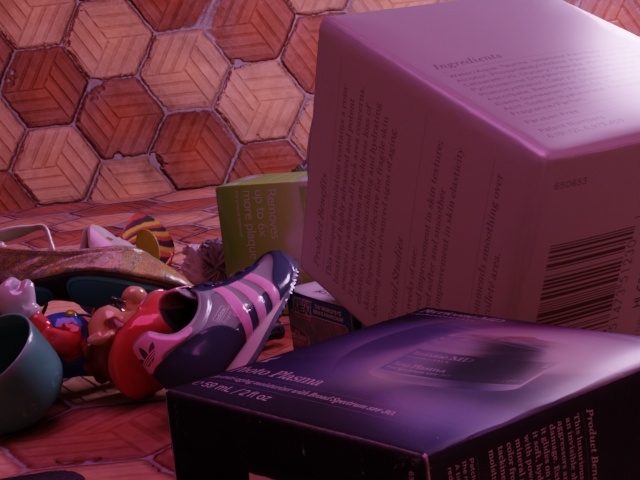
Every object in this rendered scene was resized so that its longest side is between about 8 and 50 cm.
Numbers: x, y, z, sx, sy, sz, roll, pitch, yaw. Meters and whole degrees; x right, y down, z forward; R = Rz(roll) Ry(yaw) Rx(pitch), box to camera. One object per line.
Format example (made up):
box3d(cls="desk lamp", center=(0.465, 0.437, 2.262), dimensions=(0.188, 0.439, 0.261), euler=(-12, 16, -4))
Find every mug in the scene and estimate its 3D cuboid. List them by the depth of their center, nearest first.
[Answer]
box3d(cls="mug", center=(-0.370, 0.157, 1.553), dimensions=(0.129, 0.097, 0.158), euler=(-22, 34, 15))

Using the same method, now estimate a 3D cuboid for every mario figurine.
box3d(cls="mario figurine", center=(-0.300, 0.112, 1.673), dimensions=(0.320, 0.170, 0.198), euler=(-5, 8, 22))

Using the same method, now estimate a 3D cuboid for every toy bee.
box3d(cls="toy bee", center=(-0.282, 0.091, 1.887), dimensions=(0.162, 0.195, 0.298), euler=(31, 61, 7))

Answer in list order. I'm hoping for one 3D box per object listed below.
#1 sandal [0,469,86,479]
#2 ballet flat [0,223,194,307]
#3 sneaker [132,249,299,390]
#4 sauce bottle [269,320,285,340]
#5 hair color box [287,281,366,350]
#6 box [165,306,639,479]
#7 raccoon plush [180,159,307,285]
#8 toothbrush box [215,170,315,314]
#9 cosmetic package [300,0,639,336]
box3d(cls="sandal", center=(-0.314, 0.256, 1.217), dimensions=(0.254, 0.054, 0.097), euler=(-12, -2, 31))
box3d(cls="ballet flat", center=(-0.339, 0.033, 1.725), dimensions=(0.348, 0.123, 0.123), euler=(-1, 9, -3))
box3d(cls="sneaker", center=(-0.120, 0.079, 1.576), dimensions=(0.112, 0.131, 0.319), euler=(-50, 6, 29))
box3d(cls="sauce bottle", center=(-0.108, 0.134, 1.771), dimensions=(0.128, 0.042, 0.042), euler=(-15, 13, -33))
box3d(cls="hair color box", center=(0.150, 0.086, 1.678), dimensions=(0.347, 0.105, 0.174), euler=(-12, 11, -27))
box3d(cls="box", center=(0.088, 0.175, 0.998), dimensions=(0.294, 0.183, 0.296), euler=(-13, 12, -39))
box3d(cls="raccoon plush", center=(0.011, -0.036, 2.261), dimensions=(0.446, 0.216, 0.299), euler=(-2, 3, 29))
box3d(cls="toothbrush box", center=(0.000, 0.000, 1.989), dimensions=(0.283, 0.206, 0.122), euler=(-2, 10, 22))
box3d(cls="cosmetic package", center=(0.218, -0.051, 1.437), dimensions=(0.327, 0.329, 0.394), euler=(-13, 34, -29))
